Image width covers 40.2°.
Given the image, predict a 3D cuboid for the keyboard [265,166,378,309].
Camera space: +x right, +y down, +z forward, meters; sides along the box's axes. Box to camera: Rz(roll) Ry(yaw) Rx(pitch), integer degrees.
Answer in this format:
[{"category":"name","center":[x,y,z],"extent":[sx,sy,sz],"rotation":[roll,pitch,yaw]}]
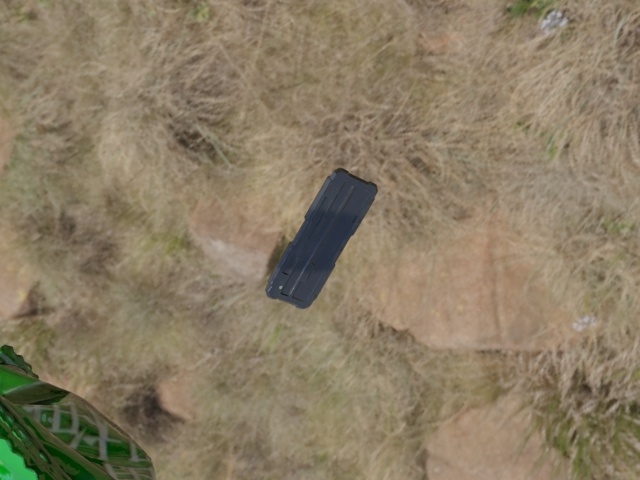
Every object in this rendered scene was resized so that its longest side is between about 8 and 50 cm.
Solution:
[{"category":"keyboard","center":[0.000,0.000,1.512],"extent":[0.262,0.106,0.016],"rotation":[-60,33,13]}]

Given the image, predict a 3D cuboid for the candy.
[{"category":"candy","center":[-0.157,0.137,0.523],"extent":[0.141,0.078,0.203],"rotation":[37,167,-13]}]
